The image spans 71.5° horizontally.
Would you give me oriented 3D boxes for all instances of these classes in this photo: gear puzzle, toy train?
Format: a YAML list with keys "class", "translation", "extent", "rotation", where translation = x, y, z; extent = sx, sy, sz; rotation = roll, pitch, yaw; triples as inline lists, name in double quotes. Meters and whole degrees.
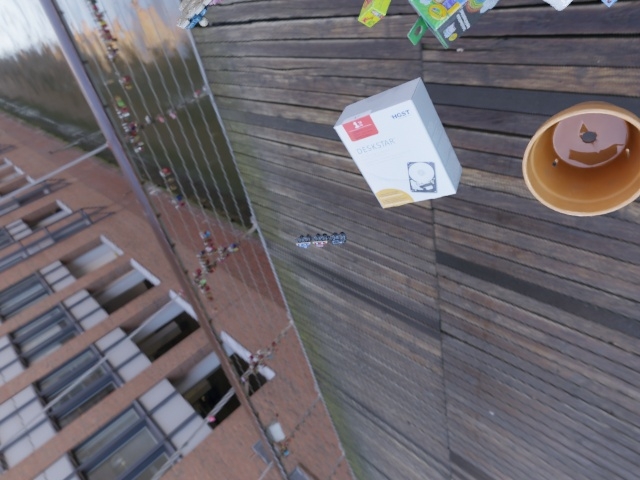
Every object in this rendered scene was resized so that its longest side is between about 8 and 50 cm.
- class: "gear puzzle"
  translation: [-0.269, -0.634, 1.079]
  extent: [0.175, 0.339, 0.044]
  rotation: [-30, 139, 26]
- class: "toy train"
  translation: [0.000, 0.000, 1.238]
  extent: [0.158, 0.027, 0.036]
  rotation: [-4, 118, 26]

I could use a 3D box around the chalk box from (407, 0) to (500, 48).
- class: "chalk box"
  translation: [0.378, -0.728, 1.348]
  extent: [0.288, 0.180, 0.179]
  rotation: [-37, 77, 24]

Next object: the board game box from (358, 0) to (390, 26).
- class: "board game box"
  translation: [0.166, -0.678, 1.185]
  extent: [0.043, 0.182, 0.092]
  rotation: [21, 179, -20]

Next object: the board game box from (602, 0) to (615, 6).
- class: "board game box"
  translation: [0.956, -0.821, 1.310]
  extent: [0.039, 0.160, 0.211]
  rotation: [48, 169, 12]

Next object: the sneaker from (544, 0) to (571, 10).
- class: "sneaker"
  translation: [0.503, -0.621, 0.866]
  extent: [0.169, 0.108, 0.293]
  rotation: [27, 144, -4]

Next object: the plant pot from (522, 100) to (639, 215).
- class: "plant pot"
  translation: [0.708, -0.241, 1.178]
  extent: [0.290, 0.203, 0.291]
  rotation: [19, 133, 22]

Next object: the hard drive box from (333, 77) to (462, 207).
- class: "hard drive box"
  translation: [0.168, -0.194, 0.941]
  extent: [0.180, 0.089, 0.232]
  rotation: [-11, 129, 38]
